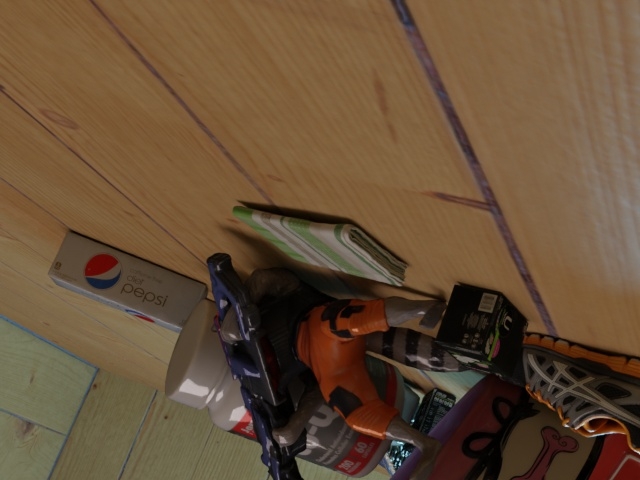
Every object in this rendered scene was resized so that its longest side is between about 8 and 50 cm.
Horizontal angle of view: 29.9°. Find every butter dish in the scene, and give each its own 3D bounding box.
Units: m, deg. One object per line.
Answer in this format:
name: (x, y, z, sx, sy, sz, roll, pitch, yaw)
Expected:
butter dish: (0.369, 0.302, 1.527, 0.160, 0.160, 0.118, 29, -172, -24)

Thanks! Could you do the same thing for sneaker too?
sneaker: (0.256, 0.151, 1.196, 0.215, 0.083, 0.084, 9, 163, 48)
sneaker: (0.095, 0.332, 2.062, 0.147, 0.130, 0.330, 17, 166, 10)

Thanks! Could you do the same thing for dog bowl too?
dog bowl: (0.159, 0.336, 1.465, 0.150, 0.408, 0.408, 40, 168, 5)

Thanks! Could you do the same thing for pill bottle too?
pill bottle: (-0.048, 0.191, 1.560, 0.283, 0.161, 0.161, 23, 167, -16)

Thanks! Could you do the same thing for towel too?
towel: (0.000, 0.000, 1.157, 0.152, 0.023, 0.113, 13, 162, 41)

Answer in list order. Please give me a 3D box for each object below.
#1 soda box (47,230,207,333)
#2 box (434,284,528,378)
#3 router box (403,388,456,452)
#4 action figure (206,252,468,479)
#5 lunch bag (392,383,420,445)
soda box: (-0.275, 0.063, 1.718, 0.216, 0.074, 0.069, 21, 167, 2)
box: (0.156, 0.088, 1.148, 0.052, 0.062, 0.083, 11, 162, 33)
router box: (0.165, 0.279, 1.817, 0.038, 0.092, 0.122, 22, 167, 2)
action figure: (0.010, 0.153, 1.360, 0.330, 0.178, 0.341, 20, 131, 40)
lunch bag: (0.003, 0.219, 1.806, 0.279, 0.108, 0.224, 33, 163, -38)
